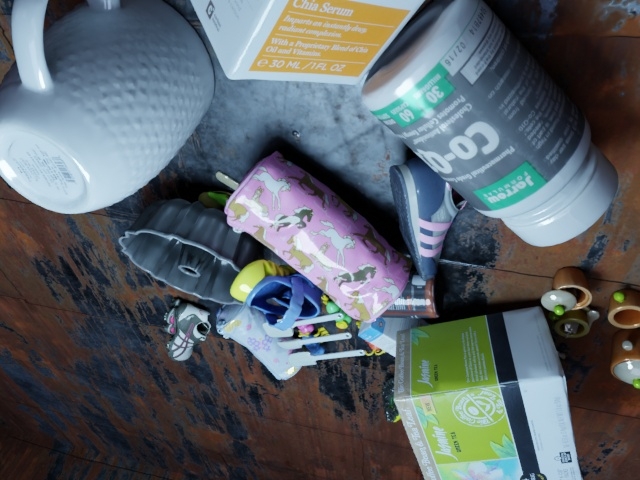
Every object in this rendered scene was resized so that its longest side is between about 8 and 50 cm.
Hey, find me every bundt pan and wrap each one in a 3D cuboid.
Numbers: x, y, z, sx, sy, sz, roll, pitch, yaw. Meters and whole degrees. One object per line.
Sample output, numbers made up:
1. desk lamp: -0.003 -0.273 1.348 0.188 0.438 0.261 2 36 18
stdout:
1. bundt pan: -0.274 0.019 1.211 0.331 0.124 0.331 15 152 8

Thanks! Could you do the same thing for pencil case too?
1. pencil case: 0.000 0.000 1.055 0.386 0.160 0.167 38 139 -8
2. pencil case: -0.160 0.267 1.466 0.113 0.124 0.273 -22 124 38

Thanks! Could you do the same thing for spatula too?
1. spatula: -0.019 0.253 1.361 0.242 0.019 0.168 -15 114 32

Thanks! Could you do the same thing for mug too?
1. mug: -0.362 -0.245 0.842 0.276 0.328 0.374 13 138 9

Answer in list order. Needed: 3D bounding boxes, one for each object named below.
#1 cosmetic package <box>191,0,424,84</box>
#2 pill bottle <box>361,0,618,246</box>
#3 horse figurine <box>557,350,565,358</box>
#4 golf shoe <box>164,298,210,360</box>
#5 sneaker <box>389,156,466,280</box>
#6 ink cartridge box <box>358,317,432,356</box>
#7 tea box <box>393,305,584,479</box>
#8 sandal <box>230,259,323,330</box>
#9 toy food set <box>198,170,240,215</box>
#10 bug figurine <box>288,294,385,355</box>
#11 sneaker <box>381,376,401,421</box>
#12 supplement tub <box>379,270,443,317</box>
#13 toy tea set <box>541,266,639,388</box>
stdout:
1. cosmetic package: 0.052 -0.383 0.578 0.453 0.230 0.161 -45 65 46
2. pill bottle: 0.251 -0.163 0.778 0.361 0.204 0.204 38 136 -18
3. horse figurine: 0.489 0.324 1.312 0.174 0.066 0.263 8 139 6
4. golf shoe: -0.393 0.287 1.600 0.120 0.105 0.273 11 139 0
5. sneaker: 0.220 -0.036 1.011 0.131 0.112 0.319 -21 143 0
6. ink cartridge box: 0.188 0.221 1.290 0.180 0.104 0.060 32 137 -12
7. tea box: 0.355 0.356 1.151 0.323 0.220 0.329 -14 117 18
8. sandal: -0.048 0.113 1.137 0.138 0.317 0.126 47 119 20
9. toy food set: -0.217 -0.060 1.201 0.132 0.038 0.192 30 138 -11
10. bug figurine: 0.030 0.234 1.393 0.279 0.072 0.216 -15 128 34
11. sneaker: 0.282 0.362 1.413 0.146 0.134 0.343 3 138 -18
12. supplement tub: 0.167 0.120 1.190 0.198 0.106 0.106 -3 134 24
13. toy tea set: 0.588 0.188 1.080 0.336 0.124 0.200 22 139 -2
